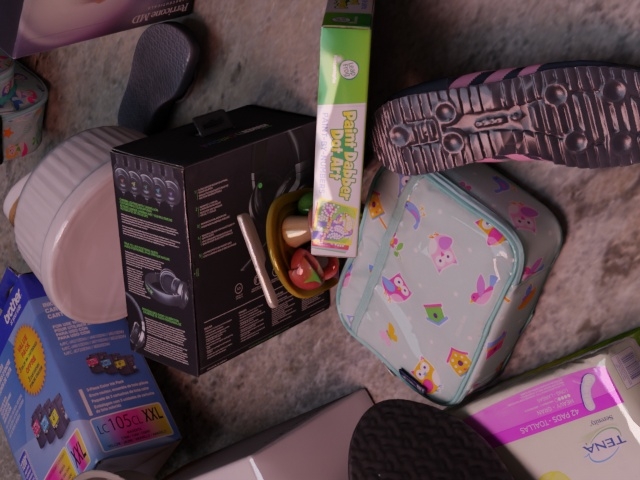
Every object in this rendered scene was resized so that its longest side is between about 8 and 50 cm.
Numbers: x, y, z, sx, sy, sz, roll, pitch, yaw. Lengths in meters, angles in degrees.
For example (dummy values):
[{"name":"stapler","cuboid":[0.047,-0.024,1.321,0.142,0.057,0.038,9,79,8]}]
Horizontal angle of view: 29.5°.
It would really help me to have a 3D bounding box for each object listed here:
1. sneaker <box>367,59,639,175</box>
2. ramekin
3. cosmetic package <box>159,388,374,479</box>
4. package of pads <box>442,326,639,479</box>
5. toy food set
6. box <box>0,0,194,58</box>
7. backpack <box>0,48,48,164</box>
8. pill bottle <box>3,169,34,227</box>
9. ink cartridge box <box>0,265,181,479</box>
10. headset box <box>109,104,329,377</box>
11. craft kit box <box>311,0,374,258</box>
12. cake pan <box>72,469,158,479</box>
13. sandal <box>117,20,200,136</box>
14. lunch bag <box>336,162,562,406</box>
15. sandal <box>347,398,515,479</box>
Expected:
[{"name":"sneaker","cuboid":[0.215,-0.137,1.245,0.319,0.131,0.112,0,110,19]},{"name":"ramekin","cuboid":[-0.286,-0.031,1.635,0.127,0.273,0.273,37,129,30]},{"name":"cosmetic package","cuboid":[-0.113,0.371,1.674,0.453,0.230,0.161,-30,85,45]},{"name":"package of pads","cuboid":[0.282,0.251,1.343,0.296,0.101,0.229,-32,84,46]},{"name":"toy food set","cuboid":[0.000,0.000,1.432,0.071,0.218,0.128,-13,95,29]},{"name":"box","cuboid":[-0.272,-0.405,1.442,0.183,0.296,0.294,43,132,21]},{"name":"backpack","cuboid":[-0.539,-0.207,1.809,0.225,0.253,0.191,35,124,28]},{"name":"pill bottle","cuboid":[-0.359,0.003,1.815,0.229,0.131,0.131,50,134,15]},{"name":"ink cartridge box","cuboid":[-0.397,0.222,1.896,0.270,0.151,0.395,-55,54,42]},{"name":"headset box","cuboid":[-0.118,-0.017,1.497,0.131,0.246,0.283,16,118,38]},{"name":"craft kit box","cuboid":[0.027,-0.145,1.324,0.061,0.247,0.250,3,115,0]},{"name":"cake pan","cuboid":[-0.235,0.431,1.613,0.293,0.054,0.293,19,119,38]},{"name":"sandal","cuboid":[-0.216,-0.215,1.651,0.097,0.054,0.254,60,146,12]},{"name":"lunch bag","cuboid":[0.131,0.039,1.388,0.224,0.108,0.279,38,130,25]},{"name":"sandal","cuboid":[0.190,0.355,1.298,0.446,0.167,0.107,43,155,23]}]
